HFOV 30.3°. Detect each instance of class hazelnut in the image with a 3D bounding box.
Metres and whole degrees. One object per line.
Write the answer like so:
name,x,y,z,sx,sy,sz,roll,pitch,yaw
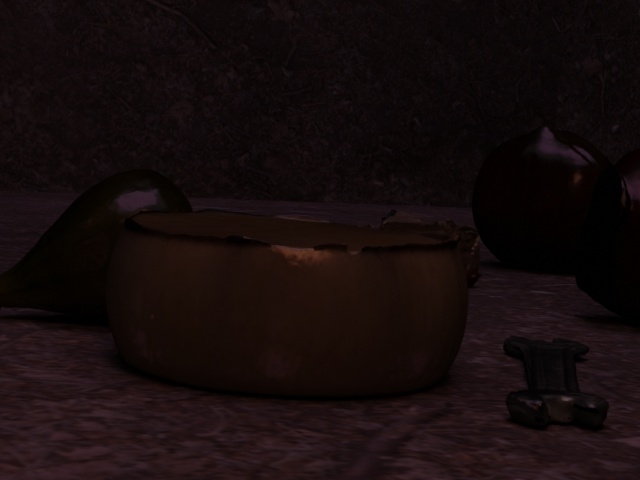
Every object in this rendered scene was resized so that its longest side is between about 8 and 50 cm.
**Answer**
hazelnut,0.333,-0.060,1.725,0.229,0.230,0.229,4,4,0

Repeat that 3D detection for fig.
fig,-0.183,0.025,1.000,0.126,0.185,0.133,45,7,-36

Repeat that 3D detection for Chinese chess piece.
Chinese chess piece,-0.023,0.038,0.843,0.257,0.104,0.257,3,5,0

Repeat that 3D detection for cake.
cake,0.090,0.010,1.386,0.116,0.086,0.220,8,6,39

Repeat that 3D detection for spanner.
spanner,0.165,0.095,0.839,0.071,0.018,0.302,4,4,8

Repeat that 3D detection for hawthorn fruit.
hawthorn fruit,0.379,0.005,1.175,0.251,0.190,0.189,15,9,25
